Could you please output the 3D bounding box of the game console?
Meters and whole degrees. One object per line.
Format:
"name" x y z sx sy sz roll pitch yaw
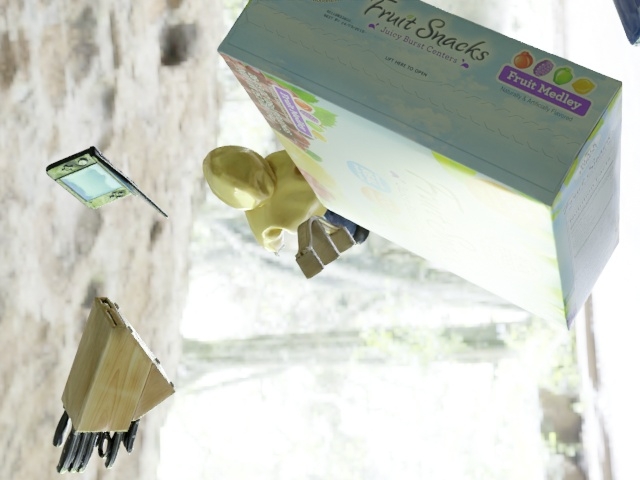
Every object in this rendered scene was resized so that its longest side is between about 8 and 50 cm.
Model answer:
"game console" -0.267 -0.059 1.423 0.122 0.107 0.071 51 -159 -61

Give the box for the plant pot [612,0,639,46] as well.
"plant pot" 0.448 -0.378 1.265 0.212 0.236 0.236 103 154 -74

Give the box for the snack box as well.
"snack box" 0.062 -0.043 0.581 0.070 0.174 0.207 -59 -21 -8

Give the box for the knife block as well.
"knife block" -0.376 0.255 1.863 0.088 0.242 0.276 48 169 44

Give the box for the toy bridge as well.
"toy bridge" 0.000 0.000 1.442 0.063 0.026 0.188 58 -162 -1

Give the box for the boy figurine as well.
"boy figurine" -0.044 -0.059 1.566 0.092 0.285 0.177 44 115 45
